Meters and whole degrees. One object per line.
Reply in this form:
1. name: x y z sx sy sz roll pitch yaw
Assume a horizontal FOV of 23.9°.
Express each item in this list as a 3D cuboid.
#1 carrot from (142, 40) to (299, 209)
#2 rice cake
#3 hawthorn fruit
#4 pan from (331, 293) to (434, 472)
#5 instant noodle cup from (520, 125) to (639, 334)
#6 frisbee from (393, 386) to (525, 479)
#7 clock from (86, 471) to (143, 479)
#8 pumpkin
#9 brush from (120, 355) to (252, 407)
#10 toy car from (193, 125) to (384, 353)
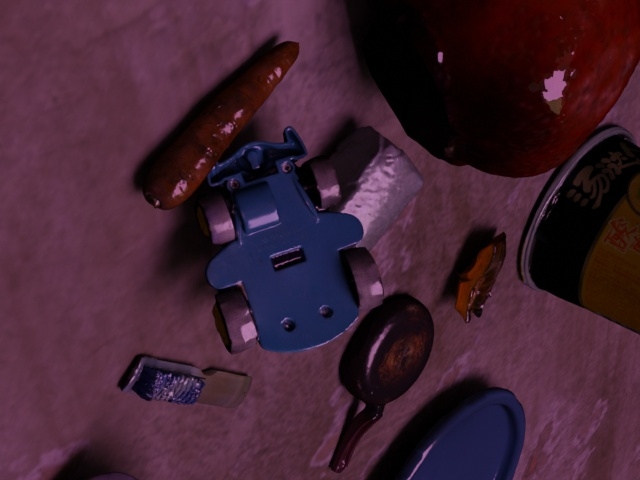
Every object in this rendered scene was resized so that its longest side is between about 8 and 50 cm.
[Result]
1. carrot: -0.069 -0.086 1.072 0.165 0.036 0.035 -51 151 -16
2. rice cake: 0.000 -0.001 1.227 0.206 0.063 0.069 -50 133 -9
3. hawthorn fruit: 0.152 -0.175 1.170 0.249 0.215 0.215 -61 152 -9
4. pan: 0.054 0.151 1.493 0.115 0.040 0.212 -11 127 -47
5. instant noodle cup: 0.367 0.020 1.646 0.215 0.236 0.215 -36 145 -30
6. frisbee: 0.134 0.289 1.741 0.289 0.049 0.289 -35 141 -35
7. clock: -0.134 0.294 1.239 0.189 0.189 0.254 -53 166 -8
8. pumpkin: 0.162 0.035 1.555 0.073 0.035 0.101 -18 130 -65
9. brush: -0.099 0.120 1.235 0.178 0.030 0.033 20 91 -61
10. toy car: -0.037 0.005 1.138 0.126 0.161 0.098 -20 180 -14
